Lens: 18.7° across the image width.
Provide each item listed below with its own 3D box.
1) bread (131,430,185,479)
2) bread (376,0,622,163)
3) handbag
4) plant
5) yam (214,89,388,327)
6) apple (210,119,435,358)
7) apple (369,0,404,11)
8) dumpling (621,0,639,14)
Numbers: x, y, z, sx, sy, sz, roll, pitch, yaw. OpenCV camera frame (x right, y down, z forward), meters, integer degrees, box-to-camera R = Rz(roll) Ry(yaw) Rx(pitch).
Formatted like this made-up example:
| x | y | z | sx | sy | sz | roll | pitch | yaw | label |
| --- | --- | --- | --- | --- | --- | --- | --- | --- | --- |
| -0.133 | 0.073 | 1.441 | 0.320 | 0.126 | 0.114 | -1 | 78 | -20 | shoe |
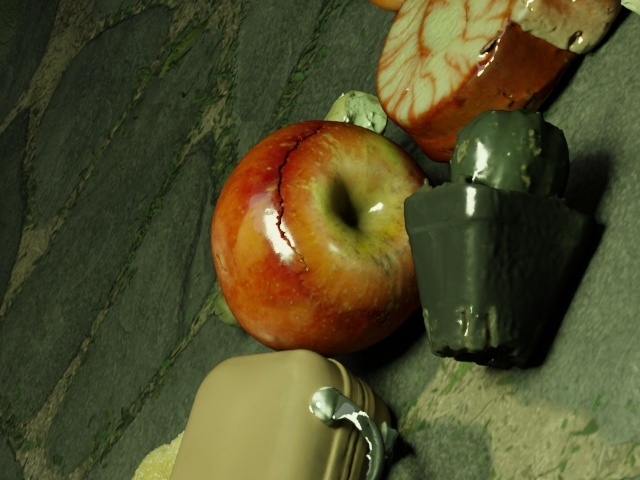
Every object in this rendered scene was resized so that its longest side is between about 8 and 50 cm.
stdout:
| x | y | z | sx | sy | sz | roll | pitch | yaw | label |
| --- | --- | --- | --- | --- | --- | --- | --- | --- | --- |
| -0.195 | 0.317 | 2.385 | 0.251 | 0.039 | 0.182 | -33 | 37 | 45 | bread |
| 0.197 | -0.250 | 2.180 | 0.327 | 0.114 | 0.295 | -53 | 27 | 19 | bread |
| -0.031 | 0.259 | 2.009 | 0.283 | 0.149 | 0.302 | -19 | 44 | 44 | handbag |
| 0.172 | -0.004 | 1.918 | 0.142 | 0.164 | 0.256 | -4 | 70 | 60 | plant |
| -0.024 | -0.028 | 2.330 | 0.083 | 0.083 | 0.371 | -89 | 24 | -46 | yam |
| 0.000 | 0.000 | 2.120 | 0.206 | 0.251 | 0.272 | -35 | 44 | 50 | apple |
| 0.097 | -0.376 | 2.471 | 0.163 | 0.139 | 0.163 | -40 | 34 | 34 | apple |
| 0.348 | -0.257 | 1.999 | 0.059 | 0.043 | 0.077 | -47 | 15 | -27 | dumpling |
